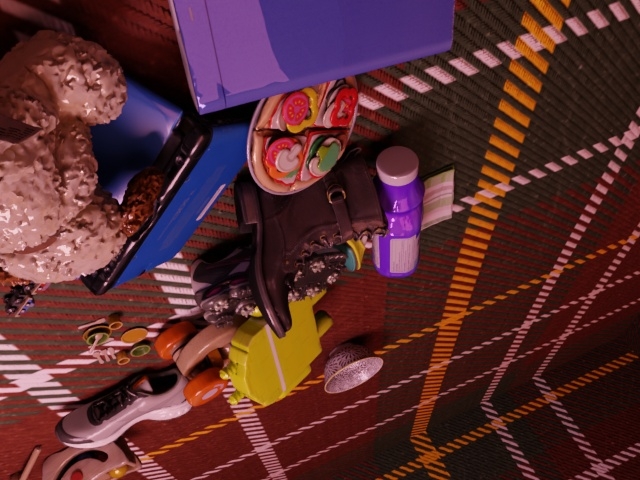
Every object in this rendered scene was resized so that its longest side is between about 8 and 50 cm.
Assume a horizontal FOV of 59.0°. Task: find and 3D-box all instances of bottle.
[{"bbox_3d":[0.133,-0.046,0.990,0.092,0.118,0.283,-1,146,6],"label":"bottle"}]

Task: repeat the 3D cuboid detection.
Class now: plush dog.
[{"bbox_3d":[-0.284,-0.039,0.558,0.262,0.211,0.225,-18,144,6],"label":"plush dog"}]

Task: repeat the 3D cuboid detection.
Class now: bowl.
[{"bbox_3d":[0.072,0.322,1.487,0.170,0.080,0.170,-19,146,-14],"label":"bowl"}]

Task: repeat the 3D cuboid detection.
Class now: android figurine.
[{"bbox_3d":[-0.078,0.191,1.057,0.273,0.056,0.248,-41,132,-37],"label":"android figurine"}]

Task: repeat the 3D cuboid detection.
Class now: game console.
[{"bbox_3d":[-0.250,-0.089,0.725,0.293,0.173,0.250,-47,174,27],"label":"game console"}]

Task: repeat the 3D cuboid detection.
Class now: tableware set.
[{"bbox_3d":[-0.362,0.181,1.014,0.104,0.024,0.154,-18,146,-17],"label":"tableware set"}]

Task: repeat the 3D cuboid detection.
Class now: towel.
[{"bbox_3d":[0.211,-0.073,1.100,0.113,0.023,0.152,-26,147,-6],"label":"towel"}]

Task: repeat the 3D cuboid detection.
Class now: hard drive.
[{"bbox_3d":[0.000,-0.274,0.600,0.318,0.040,0.210,-19,130,-15],"label":"hard drive"}]

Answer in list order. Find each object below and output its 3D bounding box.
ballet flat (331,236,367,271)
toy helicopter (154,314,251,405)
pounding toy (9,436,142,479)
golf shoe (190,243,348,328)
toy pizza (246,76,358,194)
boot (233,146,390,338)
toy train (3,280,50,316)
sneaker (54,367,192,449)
[{"bbox_3d":[0.048,-0.021,1.009,0.077,0.077,0.231,-44,146,-8],"label":"ballet flat"},{"bbox_3d":[-0.150,0.209,1.156,0.235,0.140,0.355,-41,158,2],"label":"toy helicopter"},{"bbox_3d":[-0.545,0.524,1.226,0.269,0.154,0.155,-27,148,-4],"label":"pounding toy"},{"bbox_3d":[-0.084,0.046,0.956,0.272,0.120,0.105,-14,140,-24],"label":"golf shoe"},{"bbox_3d":[-0.014,-0.147,0.756,0.201,0.032,0.201,-34,143,-30],"label":"toy pizza"},{"bbox_3d":[0.000,0.000,0.858,0.228,0.263,0.091,-11,-179,-16],"label":"boot"},{"bbox_3d":[-0.405,0.056,0.809,0.158,0.027,0.036,-44,155,21],"label":"toy train"},{"bbox_3d":[-0.393,0.326,1.140,0.271,0.100,0.108,-17,132,-24],"label":"sneaker"}]
